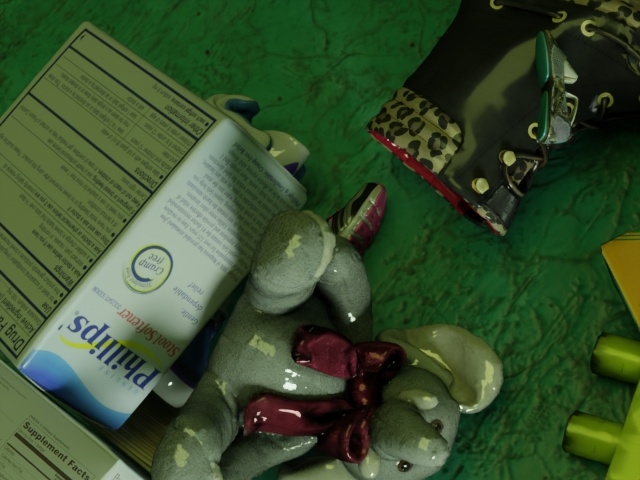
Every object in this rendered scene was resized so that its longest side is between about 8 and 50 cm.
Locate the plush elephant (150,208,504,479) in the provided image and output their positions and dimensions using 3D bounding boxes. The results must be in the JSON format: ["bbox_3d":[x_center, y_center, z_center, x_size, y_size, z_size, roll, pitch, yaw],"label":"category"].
[{"bbox_3d":[0.022,0.149,1.411,0.255,0.330,0.272,27,87,2],"label":"plush elephant"}]

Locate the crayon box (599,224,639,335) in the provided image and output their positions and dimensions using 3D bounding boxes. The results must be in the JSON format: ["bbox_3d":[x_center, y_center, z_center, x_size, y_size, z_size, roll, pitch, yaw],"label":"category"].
[{"bbox_3d":[0.378,0.095,1.345,0.165,0.081,0.278,-26,59,7],"label":"crayon box"}]

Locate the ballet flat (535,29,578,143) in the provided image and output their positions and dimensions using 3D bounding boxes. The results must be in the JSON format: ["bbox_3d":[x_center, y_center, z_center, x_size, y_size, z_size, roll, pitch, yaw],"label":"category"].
[{"bbox_3d":[0.225,-0.144,1.459,0.041,0.041,0.114,-4,73,16],"label":"ballet flat"}]

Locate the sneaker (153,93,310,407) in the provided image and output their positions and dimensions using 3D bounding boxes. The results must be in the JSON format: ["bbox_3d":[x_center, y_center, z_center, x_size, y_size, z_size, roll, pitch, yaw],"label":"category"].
[{"bbox_3d":[-0.109,-0.014,1.571,0.236,0.130,0.323,-31,50,13],"label":"sneaker"}]

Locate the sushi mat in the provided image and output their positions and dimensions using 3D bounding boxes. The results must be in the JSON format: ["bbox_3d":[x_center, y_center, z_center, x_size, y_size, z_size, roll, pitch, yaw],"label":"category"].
[{"bbox_3d":[-0.204,0.155,1.533,0.316,0.151,0.019,33,106,28],"label":"sushi mat"}]

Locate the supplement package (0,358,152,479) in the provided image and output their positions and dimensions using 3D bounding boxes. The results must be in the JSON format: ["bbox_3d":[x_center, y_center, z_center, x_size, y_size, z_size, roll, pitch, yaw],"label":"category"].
[{"bbox_3d":[-0.249,0.241,1.429,0.204,0.262,0.145,34,79,27],"label":"supplement package"}]

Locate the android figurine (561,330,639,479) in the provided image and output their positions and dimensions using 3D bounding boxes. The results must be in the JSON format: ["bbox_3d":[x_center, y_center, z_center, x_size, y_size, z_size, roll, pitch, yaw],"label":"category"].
[{"bbox_3d":[0.366,0.172,1.393,0.273,0.056,0.248,16,70,25],"label":"android figurine"}]

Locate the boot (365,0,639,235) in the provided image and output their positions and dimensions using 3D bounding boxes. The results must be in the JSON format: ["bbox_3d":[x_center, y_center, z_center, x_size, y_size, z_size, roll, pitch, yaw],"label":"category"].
[{"bbox_3d":[0.254,-0.123,1.528,0.377,0.138,0.284,39,86,19],"label":"boot"}]

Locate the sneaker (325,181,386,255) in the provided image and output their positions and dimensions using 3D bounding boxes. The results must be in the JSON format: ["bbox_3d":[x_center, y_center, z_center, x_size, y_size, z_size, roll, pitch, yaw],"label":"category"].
[{"bbox_3d":[0.000,0.000,1.585,0.075,0.063,0.170,34,83,22],"label":"sneaker"}]

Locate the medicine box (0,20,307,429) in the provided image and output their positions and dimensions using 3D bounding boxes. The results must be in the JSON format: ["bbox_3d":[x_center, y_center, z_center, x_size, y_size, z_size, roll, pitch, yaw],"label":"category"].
[{"bbox_3d":[-0.208,-0.020,1.447,0.289,0.149,0.263,-50,46,-3],"label":"medicine box"}]
